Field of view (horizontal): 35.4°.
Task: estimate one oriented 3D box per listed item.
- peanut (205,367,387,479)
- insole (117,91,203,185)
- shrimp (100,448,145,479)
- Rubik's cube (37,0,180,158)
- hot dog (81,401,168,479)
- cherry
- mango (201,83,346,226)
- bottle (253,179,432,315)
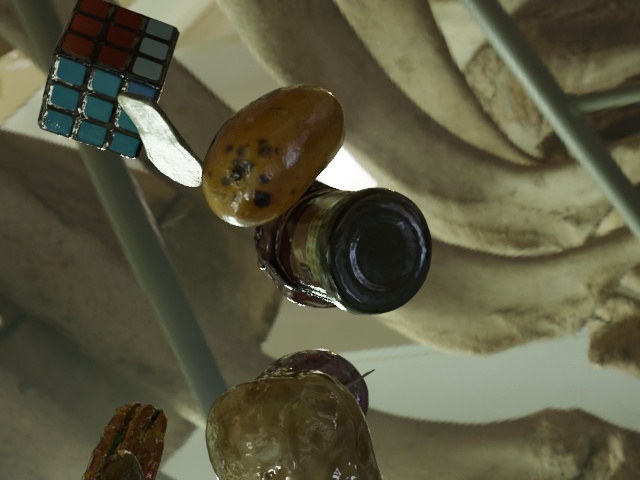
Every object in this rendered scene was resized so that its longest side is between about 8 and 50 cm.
[{"bbox_3d":[0.000,0.198,0.802,0.122,0.253,0.137,-21,-154,14],"label":"peanut"},{"bbox_3d":[-0.163,-0.101,1.051,0.063,0.192,0.010,11,-110,16],"label":"insole"},{"bbox_3d":[-0.191,0.293,0.966,0.034,0.178,0.124,-1,170,6],"label":"shrimp"},{"bbox_3d":[-0.318,-0.247,1.510,0.160,0.162,0.163,18,-137,-12],"label":"Rubik's cube"},{"bbox_3d":[-0.305,0.363,1.503,0.115,0.072,0.269,8,-126,11],"label":"hot dog"},{"bbox_3d":[-0.024,0.290,1.798,0.213,0.183,0.266,-2,162,-24],"label":"cherry"},{"bbox_3d":[-0.034,-0.081,0.875,0.178,0.090,0.115,-40,167,-42],"label":"mango"},{"bbox_3d":[0.000,0.000,1.115,0.143,0.156,0.271,-12,-171,-24],"label":"bottle"}]
